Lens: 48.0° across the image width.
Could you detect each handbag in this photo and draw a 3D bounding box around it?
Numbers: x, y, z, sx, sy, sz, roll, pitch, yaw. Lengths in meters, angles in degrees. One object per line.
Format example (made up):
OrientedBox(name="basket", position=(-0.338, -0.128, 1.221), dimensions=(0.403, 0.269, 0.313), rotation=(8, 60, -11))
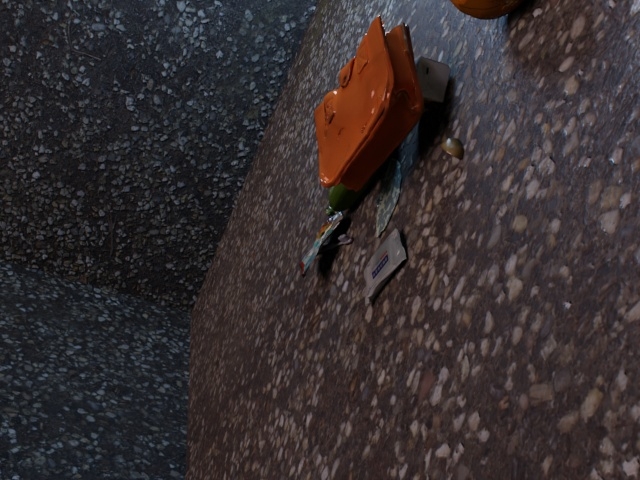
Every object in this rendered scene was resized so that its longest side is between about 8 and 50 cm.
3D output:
OrientedBox(name="handbag", position=(0.111, -0.341, 1.875), dimensions=(0.410, 0.116, 0.304), rotation=(130, 139, -51))

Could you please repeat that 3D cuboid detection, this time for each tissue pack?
OrientedBox(name="tissue pack", position=(0.253, -0.391, 1.848), dimensions=(0.148, 0.099, 0.106), rotation=(167, 115, -69))
OrientedBox(name="tissue pack", position=(0.157, 0.062, 1.805), dimensions=(0.123, 0.026, 0.193), rotation=(-91, 25, -46))

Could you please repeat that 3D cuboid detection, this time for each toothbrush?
OrientedBox(name="toothbrush", position=(0.023, 0.016, 2.263), dimensions=(0.024, 0.029, 0.354), rotation=(-60, 13, -17))

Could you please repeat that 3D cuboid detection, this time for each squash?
OrientedBox(name="squash", position=(0.107, -0.192, 2.101), dimensions=(0.379, 0.101, 0.101), rotation=(125, 156, -47))

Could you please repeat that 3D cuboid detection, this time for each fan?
OrientedBox(name="fan", position=(0.183, -0.122, 1.944), dimensions=(0.131, 0.009, 0.240), rotation=(146, 139, -63))

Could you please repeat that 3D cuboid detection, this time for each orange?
OrientedBox(name="orange", position=(0.358, -0.594, 1.559), dimensions=(0.182, 0.234, 0.234), rotation=(-30, 8, -17))

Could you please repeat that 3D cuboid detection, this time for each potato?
OrientedBox(name="potato", position=(0.299, -0.217, 1.638), dimensions=(0.036, 0.037, 0.093), rotation=(-62, 19, 16))

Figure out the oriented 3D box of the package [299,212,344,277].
OrientedBox(name="package", position=(0.000, 0.000, 2.250), dimensions=(0.232, 0.040, 0.166), rotation=(-54, 11, 12))
